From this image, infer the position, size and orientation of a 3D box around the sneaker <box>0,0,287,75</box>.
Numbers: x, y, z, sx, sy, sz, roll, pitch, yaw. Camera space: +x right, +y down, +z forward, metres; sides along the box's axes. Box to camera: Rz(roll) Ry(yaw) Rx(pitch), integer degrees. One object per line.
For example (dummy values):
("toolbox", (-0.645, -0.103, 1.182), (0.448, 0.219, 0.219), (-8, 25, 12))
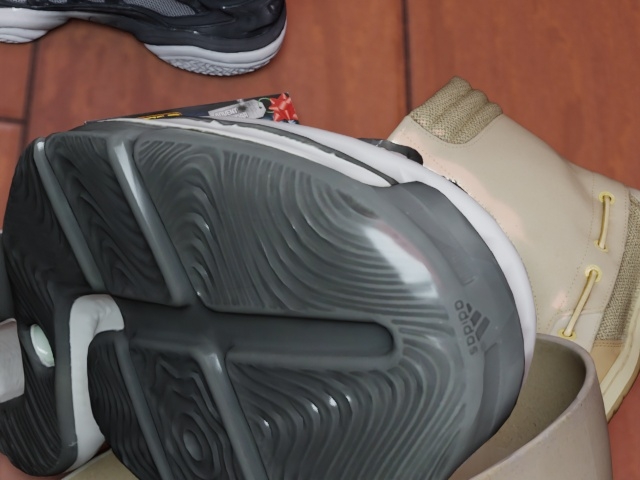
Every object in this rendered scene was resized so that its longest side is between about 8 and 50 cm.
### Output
("sneaker", (-0.139, -0.194, 0.840), (0.269, 0.153, 0.101), (11, 59, -10))

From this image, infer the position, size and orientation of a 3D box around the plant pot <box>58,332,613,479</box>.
("plant pot", (0.015, 0.182, 0.639), (0.284, 0.284, 0.190), (-21, 98, -25))

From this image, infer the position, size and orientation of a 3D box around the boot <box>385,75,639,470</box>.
("boot", (0.099, 0.027, 0.822), (0.203, 0.095, 0.262), (34, 57, 3))

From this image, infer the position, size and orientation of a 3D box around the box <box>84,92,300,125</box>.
("box", (-0.071, -0.039, 0.849), (0.137, 0.027, 0.094), (-11, 65, -21))

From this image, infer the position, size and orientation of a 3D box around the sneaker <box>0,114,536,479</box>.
("sneaker", (-0.001, -0.001, 0.620), (0.258, 0.447, 0.169), (-24, 97, -28))
